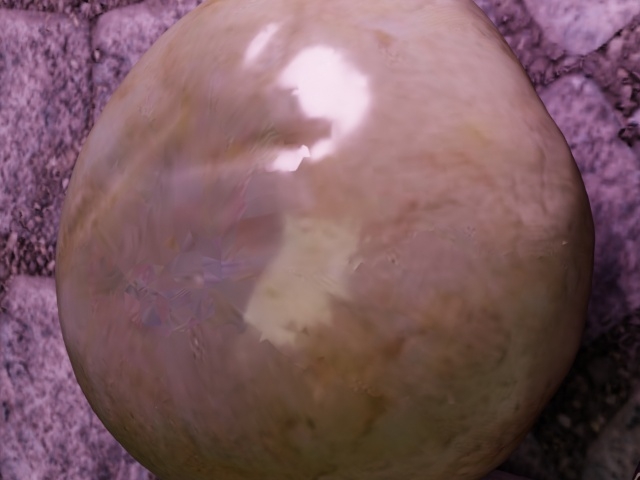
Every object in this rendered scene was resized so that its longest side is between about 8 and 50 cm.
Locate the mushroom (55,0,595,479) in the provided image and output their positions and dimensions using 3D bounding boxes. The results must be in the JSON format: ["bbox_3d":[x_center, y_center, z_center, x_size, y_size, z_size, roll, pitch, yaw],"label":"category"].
[{"bbox_3d":[0.000,0.000,0.788,0.352,0.260,0.352,-8,77,39],"label":"mushroom"}]

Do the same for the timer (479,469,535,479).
[{"bbox_3d":[0.120,0.268,0.797,0.262,0.087,0.237,10,95,35],"label":"timer"}]

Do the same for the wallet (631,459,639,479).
[{"bbox_3d":[0.304,0.115,0.566,0.318,0.045,0.172,23,87,30],"label":"wallet"}]
